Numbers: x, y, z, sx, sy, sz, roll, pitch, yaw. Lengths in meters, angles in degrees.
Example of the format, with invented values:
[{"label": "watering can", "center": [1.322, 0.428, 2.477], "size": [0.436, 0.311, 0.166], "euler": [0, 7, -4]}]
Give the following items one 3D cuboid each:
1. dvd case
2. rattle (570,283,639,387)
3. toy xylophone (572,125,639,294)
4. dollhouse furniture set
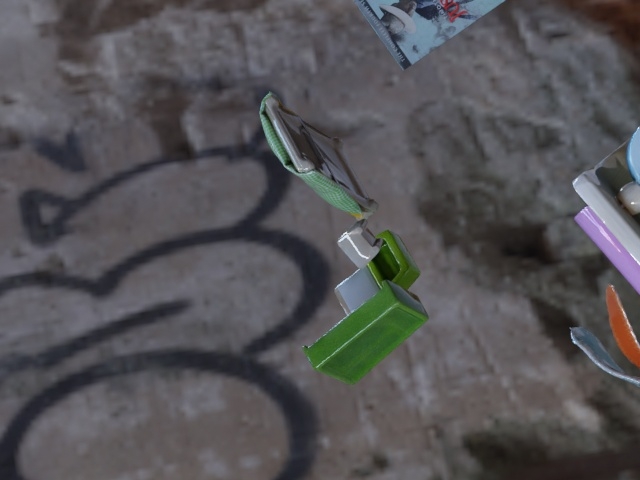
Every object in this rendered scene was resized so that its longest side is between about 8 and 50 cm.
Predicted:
[{"label": "dvd case", "center": [0.086, -0.189, 1.177], "size": [0.087, 0.119, 0.013], "euler": [52, -170, -30]}, {"label": "rattle", "center": [0.213, 0.127, 0.865], "size": [0.130, 0.199, 0.143], "euler": [-1, 64, 60]}, {"label": "toy xylophone", "center": [0.280, -0.057, 0.717], "size": [0.236, 0.323, 0.081], "euler": [41, -179, 6]}, {"label": "dollhouse furniture set", "center": [0.000, 0.000, 0.875], "size": [0.076, 0.058, 0.152], "euler": [28, -153, -52]}]
